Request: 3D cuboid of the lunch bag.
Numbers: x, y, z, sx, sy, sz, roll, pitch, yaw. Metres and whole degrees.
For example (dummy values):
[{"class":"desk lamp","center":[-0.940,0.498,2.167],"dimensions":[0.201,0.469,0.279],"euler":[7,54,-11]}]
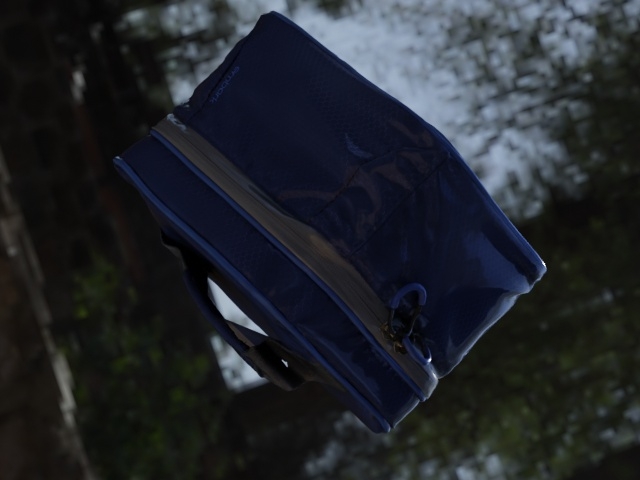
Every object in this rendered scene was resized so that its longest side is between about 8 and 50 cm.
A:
[{"class":"lunch bag","center":[0.000,0.000,0.445],"dimensions":[0.067,0.065,0.098],"euler":[48,-4,-41]}]
